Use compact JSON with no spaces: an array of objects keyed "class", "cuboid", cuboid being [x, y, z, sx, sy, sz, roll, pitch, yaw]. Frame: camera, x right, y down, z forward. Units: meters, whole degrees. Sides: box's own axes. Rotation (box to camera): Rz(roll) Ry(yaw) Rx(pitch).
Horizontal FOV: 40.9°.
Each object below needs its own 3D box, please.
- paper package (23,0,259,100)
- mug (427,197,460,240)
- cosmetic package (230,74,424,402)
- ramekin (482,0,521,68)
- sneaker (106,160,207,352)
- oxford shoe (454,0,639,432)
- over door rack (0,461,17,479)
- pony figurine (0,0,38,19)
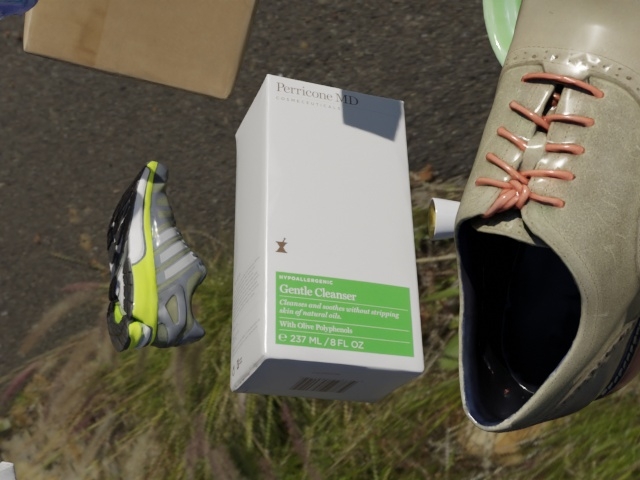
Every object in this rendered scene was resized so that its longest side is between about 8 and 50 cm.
[{"class":"paper package","cuboid":[-0.233,-0.395,1.207,0.309,0.168,0.324,12,109,-14]},{"class":"mug","cuboid":[0.193,-0.033,1.259,0.064,0.078,0.062,0,106,-3]},{"class":"cosmetic package","cuboid":[0.000,0.000,1.056,0.155,0.197,0.365,130,143,-59]},{"class":"ramekin","cuboid":[0.366,-0.340,1.131,0.303,0.148,0.303,22,115,59]},{"class":"sneaker","cuboid":[-0.223,0.023,1.188,0.111,0.121,0.300,-40,45,44]},{"class":"oxford shoe","cuboid":[0.143,-0.049,0.464,0.123,0.130,0.348,16,114,39]},{"class":"over door rack","cuboid":[-0.482,0.146,0.881,0.324,0.108,0.239,-5,100,29]},{"class":"pony figurine","cuboid":[-0.465,-0.205,0.909,0.303,0.363,0.351,26,158,20]}]
